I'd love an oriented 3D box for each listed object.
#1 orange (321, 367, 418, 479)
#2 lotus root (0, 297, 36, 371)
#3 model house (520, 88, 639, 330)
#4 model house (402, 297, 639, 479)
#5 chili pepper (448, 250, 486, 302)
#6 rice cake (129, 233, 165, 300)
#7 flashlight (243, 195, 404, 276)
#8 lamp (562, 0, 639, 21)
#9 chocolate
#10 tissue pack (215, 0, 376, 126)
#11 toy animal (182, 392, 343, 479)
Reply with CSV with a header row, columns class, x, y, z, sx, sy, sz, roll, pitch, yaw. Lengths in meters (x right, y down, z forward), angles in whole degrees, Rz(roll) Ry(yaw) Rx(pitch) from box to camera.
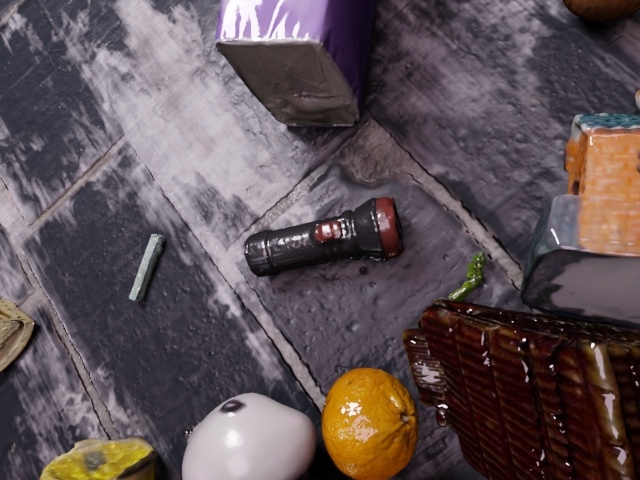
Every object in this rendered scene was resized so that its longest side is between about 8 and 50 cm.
class,x,y,z,sx,sy,sz,roll,pitch,yaw
orange,0.065,0.232,0.527,0.136,0.118,0.135,4,82,-29
lotus root,-0.627,0.166,0.768,0.160,0.095,0.135,28,98,-22
model house,0.392,-0.059,0.477,0.272,0.190,0.300,7,69,21
model house,0.235,0.210,0.399,0.298,0.283,0.316,-9,86,19
chili pepper,0.207,0.053,0.573,0.027,0.022,0.083,32,96,16
rice cake,-0.299,0.047,0.717,0.022,0.022,0.121,18,88,17
flashlight,0.000,0.000,0.606,0.232,0.093,0.092,-11,80,15
lamp,0.370,-0.350,0.520,0.137,0.136,0.136,-2,82,16
chocolate,-0.320,0.531,0.593,0.162,0.162,0.444,-2,84,16
tissue pack,-0.007,-0.353,0.573,0.160,0.242,0.337,6,85,16
toy animal,-0.071,0.315,0.536,0.187,0.165,0.235,-48,68,28
